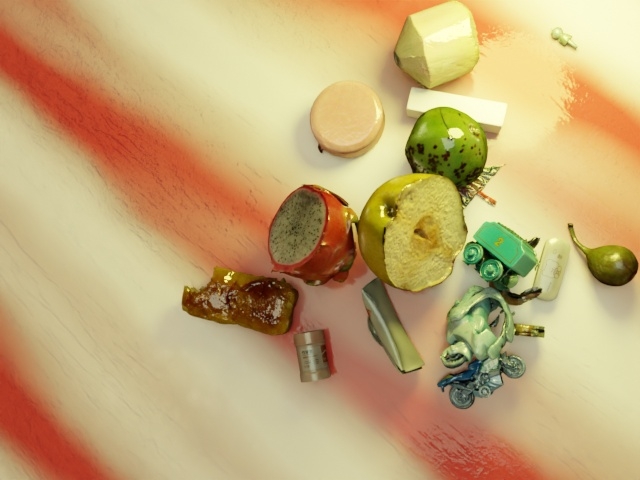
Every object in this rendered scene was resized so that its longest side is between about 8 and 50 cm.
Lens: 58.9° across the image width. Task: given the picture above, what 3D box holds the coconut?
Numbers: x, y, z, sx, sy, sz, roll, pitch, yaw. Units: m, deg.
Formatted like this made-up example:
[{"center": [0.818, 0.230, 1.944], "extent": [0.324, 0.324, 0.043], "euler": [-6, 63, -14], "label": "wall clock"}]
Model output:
[{"center": [0.345, -0.593, 1.740], "extent": [0.244, 0.239, 0.239], "euler": [-17, 80, 7], "label": "coconut"}]

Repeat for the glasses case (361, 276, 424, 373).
[{"center": [0.199, 0.267, 1.722], "extent": [0.083, 0.128, 0.308], "euler": [-33, 77, 31], "label": "glasses case"}]

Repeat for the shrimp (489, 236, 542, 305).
[{"center": [0.600, 0.093, 1.675], "extent": [0.219, 0.046, 0.152], "euler": [-54, 51, 8], "label": "shrimp"}]

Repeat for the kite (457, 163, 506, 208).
[{"center": [0.476, -0.173, 1.777], "extent": [0.189, 0.009, 0.232], "euler": [40, 92, 13], "label": "kite"}]

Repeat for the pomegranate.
[{"center": [0.367, -0.270, 1.703], "extent": [0.254, 0.270, 0.255], "euler": [9, 73, -30], "label": "pomegranate"}]

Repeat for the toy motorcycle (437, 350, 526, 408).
[{"center": [0.470, 0.392, 1.674], "extent": [0.254, 0.092, 0.136], "euler": [-37, 69, 14], "label": "toy motorcycle"}]

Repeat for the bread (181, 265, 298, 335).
[{"center": [-0.265, 0.186, 1.835], "extent": [0.380, 0.109, 0.185], "euler": [10, 86, 14], "label": "bread"}]

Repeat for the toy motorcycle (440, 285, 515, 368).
[{"center": [0.448, 0.249, 1.616], "extent": [0.206, 0.260, 0.154], "euler": [-19, 119, 32], "label": "toy motorcycle"}]

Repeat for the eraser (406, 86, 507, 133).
[{"center": [0.425, -0.409, 1.781], "extent": [0.298, 0.078, 0.076], "euler": [14, 87, 13], "label": "eraser"}]

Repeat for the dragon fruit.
[{"center": [0.000, 0.000, 1.729], "extent": [0.305, 0.225, 0.306], "euler": [-27, 52, 40], "label": "dragon fruit"}]

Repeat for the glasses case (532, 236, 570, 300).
[{"center": [0.685, 0.085, 1.684], "extent": [0.074, 0.049, 0.194], "euler": [17, 86, 14], "label": "glasses case"}]

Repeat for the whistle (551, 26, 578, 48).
[{"center": [0.757, -0.629, 1.763], "extent": [0.100, 0.035, 0.035], "euler": [42, 93, 11], "label": "whistle"}]

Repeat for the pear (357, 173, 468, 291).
[{"center": [0.244, -0.036, 1.647], "extent": [0.191, 0.386, 0.341], "euler": [24, 83, 44], "label": "pear"}]

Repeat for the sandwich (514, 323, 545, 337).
[{"center": [0.607, 0.263, 1.652], "extent": [0.093, 0.105, 0.036], "euler": [4, 84, 15], "label": "sandwich"}]

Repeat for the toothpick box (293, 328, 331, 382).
[{"center": [-0.026, 0.359, 1.770], "extent": [0.098, 0.098, 0.149], "euler": [-11, 82, 10], "label": "toothpick box"}]

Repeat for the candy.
[{"center": [0.082, -0.387, 1.839], "extent": [0.255, 0.094, 0.256], "euler": [-1, 84, 11], "label": "candy"}]

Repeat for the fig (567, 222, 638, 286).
[{"center": [0.801, 0.036, 1.647], "extent": [0.124, 0.124, 0.236], "euler": [-46, 59, 3], "label": "fig"}]

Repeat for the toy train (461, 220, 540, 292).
[{"center": [0.521, 0.044, 1.656], "extent": [0.163, 0.112, 0.203], "euler": [-52, 42, 11], "label": "toy train"}]
